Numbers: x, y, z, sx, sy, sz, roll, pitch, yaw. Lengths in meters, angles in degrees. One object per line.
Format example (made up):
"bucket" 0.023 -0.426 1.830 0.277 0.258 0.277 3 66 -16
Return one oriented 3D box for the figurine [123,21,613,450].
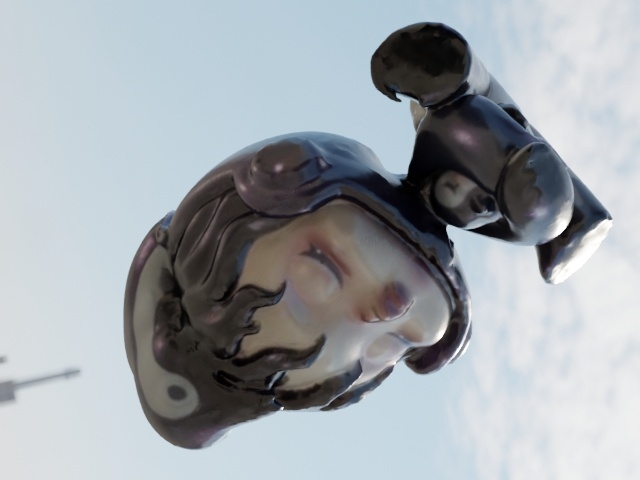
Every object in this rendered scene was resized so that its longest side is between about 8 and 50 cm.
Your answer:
"figurine" 0.000 0.000 0.599 0.145 0.222 0.145 51 13 -16
